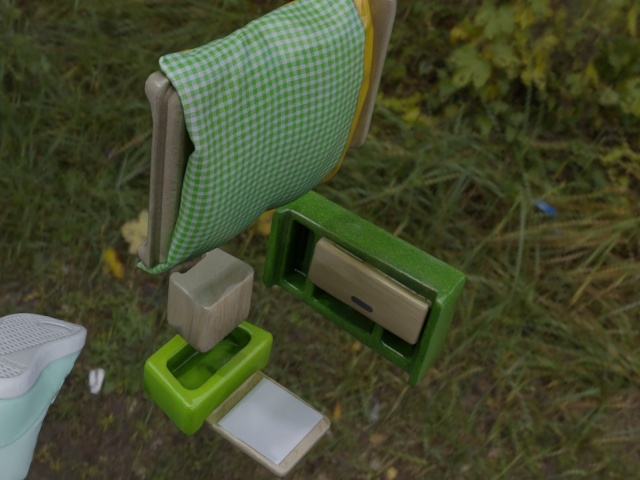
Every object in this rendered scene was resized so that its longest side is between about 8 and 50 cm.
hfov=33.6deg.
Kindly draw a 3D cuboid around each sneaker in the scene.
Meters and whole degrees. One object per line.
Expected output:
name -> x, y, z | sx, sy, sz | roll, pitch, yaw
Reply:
sneaker -> -0.331, 0.174, 1.157 | 0.094, 0.151, 0.256 | 13, 13, 3

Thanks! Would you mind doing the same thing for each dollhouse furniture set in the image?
dollhouse furniture set -> 0.000, 0.000, 0.702 | 0.151, 0.302, 0.197 | 32, 48, 20
